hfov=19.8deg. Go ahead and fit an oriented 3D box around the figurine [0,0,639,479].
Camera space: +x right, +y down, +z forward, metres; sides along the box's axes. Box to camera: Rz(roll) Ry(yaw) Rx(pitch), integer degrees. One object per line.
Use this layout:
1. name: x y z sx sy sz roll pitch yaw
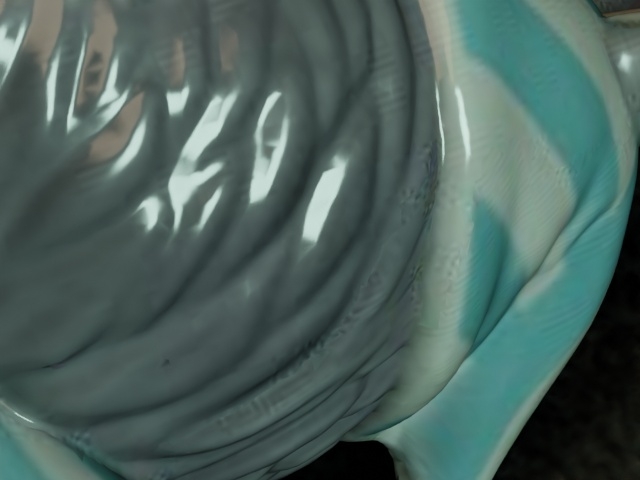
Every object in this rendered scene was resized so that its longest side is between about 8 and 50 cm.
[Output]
1. figurine: 0.000 0.000 0.495 0.377 0.266 0.361 -21 68 -6
